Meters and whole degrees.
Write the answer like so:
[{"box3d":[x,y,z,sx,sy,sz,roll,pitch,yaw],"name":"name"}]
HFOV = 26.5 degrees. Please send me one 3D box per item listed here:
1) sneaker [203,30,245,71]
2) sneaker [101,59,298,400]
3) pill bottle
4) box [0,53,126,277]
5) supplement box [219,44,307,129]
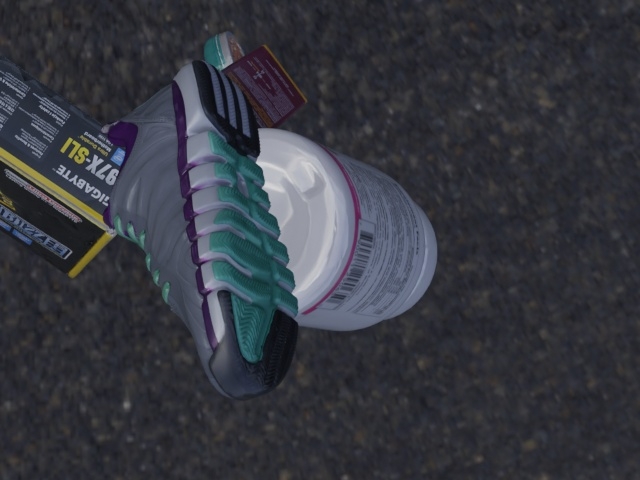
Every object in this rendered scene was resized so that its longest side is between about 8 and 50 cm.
[{"box3d":[-0.147,-0.143,1.946,0.121,0.108,0.302,-7,98,12],"name":"sneaker"},{"box3d":[-0.078,0.004,0.795,0.098,0.224,0.083,-26,142,22],"name":"sneaker"},{"box3d":[0.000,0.000,1.219,0.160,0.160,0.283,-39,162,14],"name":"pill bottle"},{"box3d":[-0.309,-0.101,1.158,0.322,0.257,0.079,35,74,-10],"name":"box"},{"box3d":[-0.095,-0.126,1.390,0.104,0.188,0.081,-35,96,21],"name":"supplement box"}]
